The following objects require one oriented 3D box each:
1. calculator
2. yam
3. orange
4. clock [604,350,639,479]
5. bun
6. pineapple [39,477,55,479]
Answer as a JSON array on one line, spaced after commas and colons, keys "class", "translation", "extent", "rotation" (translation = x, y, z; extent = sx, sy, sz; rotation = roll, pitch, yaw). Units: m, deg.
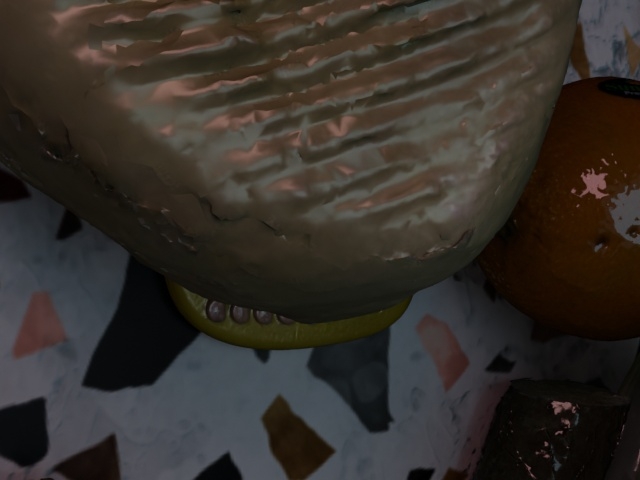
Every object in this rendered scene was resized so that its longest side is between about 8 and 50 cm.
[{"class": "calculator", "translation": [0.000, 0.000, 0.775], "extent": [0.234, 0.032, 0.146], "rotation": [-6, 99, -33]}, {"class": "yam", "translation": [0.168, 0.191, 0.876], "extent": [0.107, 0.107, 0.183], "rotation": [23, 84, -35]}, {"class": "orange", "translation": [0.204, -0.022, 0.822], "extent": [0.206, 0.206, 0.206], "rotation": [-5, 98, -35]}, {"class": "clock", "translation": [0.298, 0.158, 0.834], "extent": [0.117, 0.348, 0.286], "rotation": [24, 80, 1]}, {"class": "bun", "translation": [-0.032, -0.138, 0.606], "extent": [0.362, 0.234, 0.326], "rotation": [44, 83, -11]}, {"class": "pineapple", "translation": [-0.162, 0.326, 0.623], "extent": [0.165, 0.165, 0.365], "rotation": [-2, 98, -35]}]
